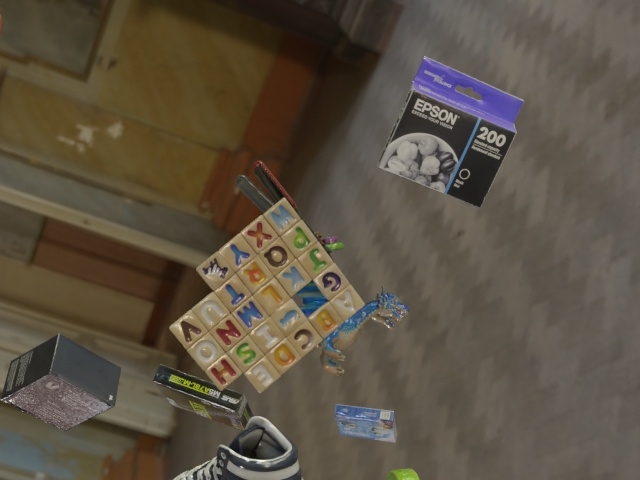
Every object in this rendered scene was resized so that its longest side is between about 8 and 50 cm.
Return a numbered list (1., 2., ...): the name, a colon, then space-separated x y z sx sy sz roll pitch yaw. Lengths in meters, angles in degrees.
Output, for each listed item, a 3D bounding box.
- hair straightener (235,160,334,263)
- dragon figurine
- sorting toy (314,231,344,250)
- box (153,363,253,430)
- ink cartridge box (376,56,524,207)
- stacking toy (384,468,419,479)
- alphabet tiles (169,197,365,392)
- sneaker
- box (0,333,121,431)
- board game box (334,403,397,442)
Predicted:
1. hair straightener: -0.063 -0.015 1.752 0.089 0.230 0.047 -39 6 -28
2. dragon figurine: -0.011 0.118 1.697 0.085 0.289 0.144 89 -163 -53
3. sorting toy: 0.000 0.000 2.075 0.102 0.061 0.042 -5 94 54
4. box: -0.234 0.322 2.196 0.191 0.184 0.045 85 -157 -68
5. ink cartridge box: 0.232 -0.187 1.902 0.045 0.206 0.208 -118 50 -74
6. stacking toy: 0.050 0.470 1.522 0.309 0.130 0.279 121 151 -64
7. alphabet tiles: -0.083 0.090 1.507 0.237 0.198 0.009 -40 16 -9
8. sneaker: -0.139 0.302 1.372 0.099 0.282 0.153 -39 -55 -58
9. box: -0.494 0.274 2.073 0.158 0.156 0.093 -28 42 33
10. board game box: 0.071 0.284 1.681 0.090 0.090 0.020 75 -157 -59
